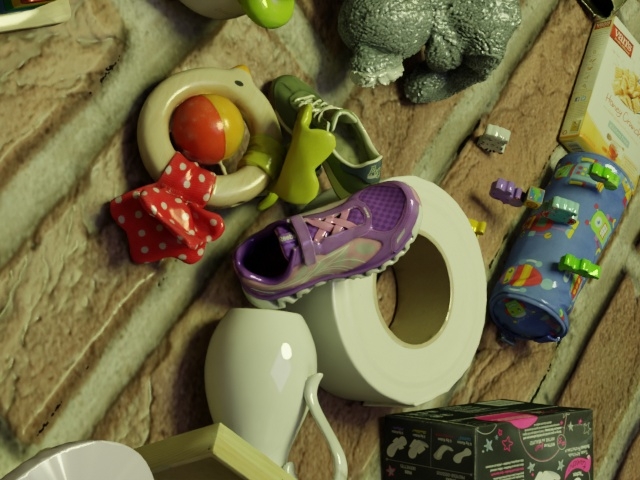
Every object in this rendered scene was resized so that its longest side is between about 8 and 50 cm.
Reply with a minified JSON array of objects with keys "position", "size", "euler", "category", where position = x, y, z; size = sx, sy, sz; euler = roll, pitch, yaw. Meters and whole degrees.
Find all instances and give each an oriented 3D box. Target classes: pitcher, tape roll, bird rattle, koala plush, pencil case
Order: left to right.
[{"position":[-0.122,-0.089,1.371],"size":[0.253,0.143,0.207],"euler":[-21,78,-16],"category":"bird rattle"},{"position":[-0.046,0.182,1.363],"size":[0.125,0.177,0.207],"euler":[19,73,-63],"category":"pitcher"},{"position":[0.083,0.064,1.549],"size":[0.286,0.100,0.286],"euler":[5,82,-44],"category":"tape roll"},{"position":[0.117,-0.282,1.567],"size":[0.221,0.203,0.196],"euler":[-4,89,-32],"category":"koala plush"},{"position":[0.351,0.014,1.792],"size":[0.133,0.119,0.306],"euler":[47,57,-26],"category":"pencil case"}]

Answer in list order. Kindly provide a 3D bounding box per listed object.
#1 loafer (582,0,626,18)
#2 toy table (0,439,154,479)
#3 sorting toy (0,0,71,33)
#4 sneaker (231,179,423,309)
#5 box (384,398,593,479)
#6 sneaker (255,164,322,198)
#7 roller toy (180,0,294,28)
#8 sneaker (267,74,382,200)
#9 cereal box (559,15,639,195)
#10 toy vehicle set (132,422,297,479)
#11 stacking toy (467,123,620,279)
[{"position":[0.409,-0.439,1.906],"size":[0.251,0.094,0.087],"euler":[41,56,-33],"category":"loafer"},{"position":[-0.291,0.295,1.131],"size":[0.274,0.161,0.252],"euler":[-36,110,-40],"category":"toy table"},{"position":[-0.361,-0.323,1.171],"size":[0.257,0.089,0.255],"euler":[-20,100,-42],"category":"sorting toy"},{"position":[0.000,0.000,1.379],"size":[0.104,0.236,0.095],"euler":[37,29,-62],"category":"sneaker"},{"position":[0.221,0.293,1.614],"size":[0.247,0.163,0.142],"euler":[1,89,-43],"category":"box"},{"position":[-0.040,-0.085,1.486],"size":[0.109,0.040,0.044],"euler":[-24,100,-43],"category":"sneaker"},{"position":[-0.097,-0.352,1.385],"size":[0.191,0.146,0.209],"euler":[46,48,-35],"category":"roller toy"},{"position":[0.012,-0.136,1.449],"size":[0.064,0.086,0.192],"euler":[-27,72,-28],"category":"sneaker"},{"position":[0.472,-0.214,1.977],"size":[0.173,0.047,0.240],"euler":[38,61,-34],"category":"cereal box"},{"position":[-0.082,0.293,1.322],"size":[0.267,0.166,0.035],"euler":[43,42,-32],"category":"toy vehicle set"},{"position":[0.300,-0.051,1.723],"size":[0.221,0.052,0.167],"euler":[20,67,0],"category":"stacking toy"}]
